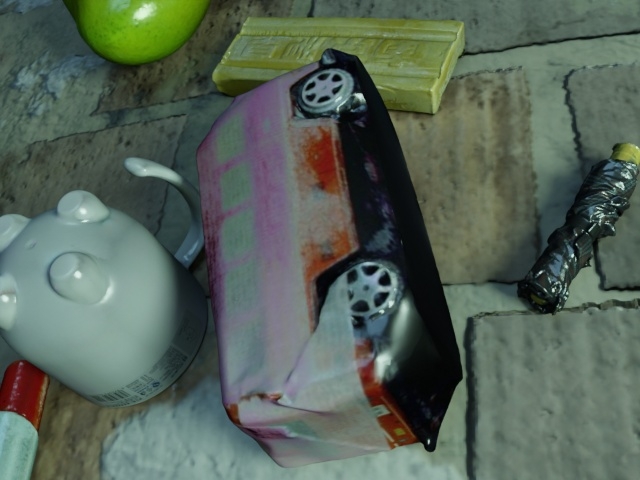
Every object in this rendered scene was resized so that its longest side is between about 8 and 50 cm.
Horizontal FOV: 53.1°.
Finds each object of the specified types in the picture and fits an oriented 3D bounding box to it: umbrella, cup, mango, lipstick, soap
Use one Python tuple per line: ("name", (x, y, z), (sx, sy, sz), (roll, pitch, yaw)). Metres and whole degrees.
("umbrella", (0.190, -0.012, 0.457), (0.040, 0.037, 0.144), (25, 72, 38))
("cup", (-0.161, 0.030, 0.496), (0.173, 0.142, 0.134), (-29, 51, -1))
("mango", (-0.213, -0.313, 0.748), (0.185, 0.149, 0.273), (-29, 57, -9))
("lipstick", (-0.233, 0.217, 0.442), (0.061, 0.068, 0.274), (-4, 56, 5))
("soap", (0.010, -0.179, 0.641), (0.252, 0.037, 0.092), (11, 61, 27))

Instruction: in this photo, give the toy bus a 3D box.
("toy bus", (0.000, 0.000, 0.465), (0.147, 0.127, 0.303), (-19, 53, 11))
